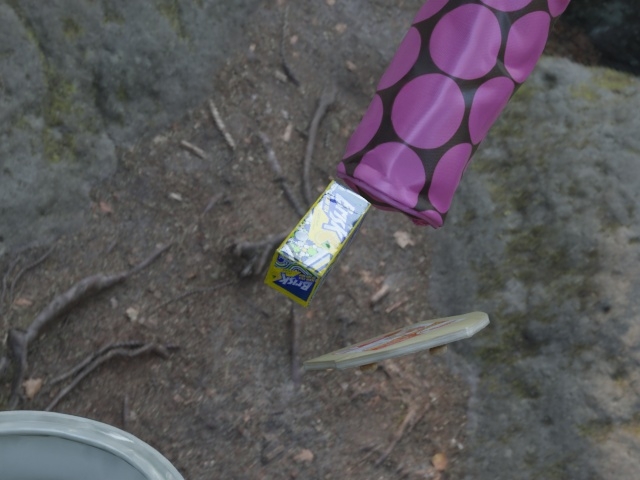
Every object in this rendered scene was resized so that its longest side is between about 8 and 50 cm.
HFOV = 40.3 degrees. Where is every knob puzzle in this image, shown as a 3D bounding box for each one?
[{"bbox_3d":[0.100,0.115,0.937,0.213,0.213,0.030,-14,87,-36],"label":"knob puzzle"}]

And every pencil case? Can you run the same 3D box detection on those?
[{"bbox_3d":[0.098,-0.109,0.617,0.095,0.209,0.098,32,-1,35],"label":"pencil case"}]

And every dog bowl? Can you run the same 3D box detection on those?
[{"bbox_3d":[-0.354,0.383,1.037,0.407,0.150,0.408,13,23,-5],"label":"dog bowl"}]

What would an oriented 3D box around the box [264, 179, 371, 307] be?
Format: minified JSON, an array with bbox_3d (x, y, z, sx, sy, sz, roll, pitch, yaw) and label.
[{"bbox_3d":[0.000,0.000,1.010,0.059,0.054,0.169,30,39,5],"label":"box"}]
